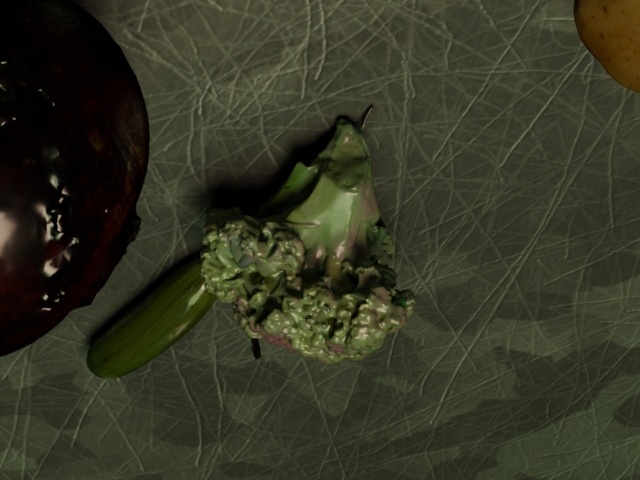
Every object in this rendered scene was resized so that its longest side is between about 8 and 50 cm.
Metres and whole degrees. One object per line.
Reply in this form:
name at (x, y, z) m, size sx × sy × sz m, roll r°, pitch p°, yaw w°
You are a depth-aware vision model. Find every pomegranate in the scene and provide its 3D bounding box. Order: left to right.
pomegranate at (0.359, -0.241, 1.775) m, size 0.196 × 0.196 × 0.196 m, roll -7°, pitch 139°, yaw -6°

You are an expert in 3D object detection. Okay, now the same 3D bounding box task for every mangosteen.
mangosteen at (-0.353, -0.099, 1.639) m, size 0.381 × 0.421 × 0.381 m, roll -33°, pitch 180°, yaw 0°

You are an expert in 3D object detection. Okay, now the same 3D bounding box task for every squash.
squash at (-0.188, 0.092, 2.093) m, size 0.066 × 0.066 × 0.252 m, roll 27°, pitch 126°, yaw -36°

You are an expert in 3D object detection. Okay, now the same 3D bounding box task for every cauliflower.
cauliflower at (0.000, 0.000, 1.963) m, size 0.256 × 0.239 × 0.315 m, roll 19°, pitch 116°, yaw -1°
